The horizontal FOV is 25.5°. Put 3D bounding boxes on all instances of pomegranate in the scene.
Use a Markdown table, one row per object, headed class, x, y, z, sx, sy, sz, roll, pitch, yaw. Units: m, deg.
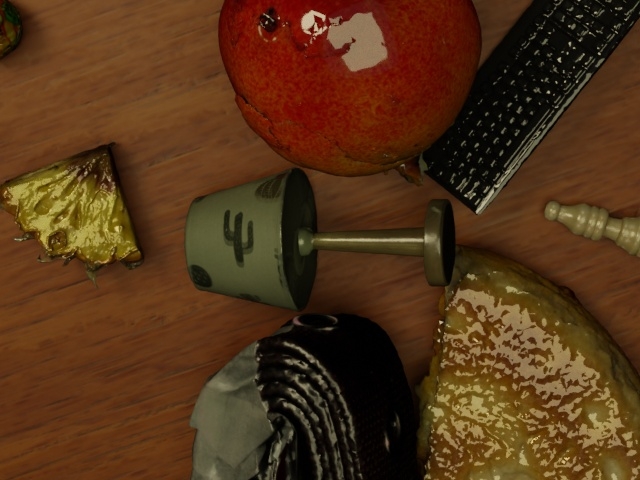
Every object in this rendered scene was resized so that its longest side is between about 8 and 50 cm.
| class | x | y | z | sx | sy | sz | roll | pitch | yaw |
| --- | --- | --- | --- | --- | --- | --- | --- | --- | --- |
| pomegranate | 0.029 | -0.146 | 1.107 | 0.210 | 0.210 | 0.235 | -37 | 130 | 7 |

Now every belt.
| class | x | y | z | sx | sy | sz | roll | pitch | yaw |
| --- | --- | --- | --- | --- | --- | --- | --- | --- | --- |
| belt | -0.010 | 0.203 | 1.197 | 0.184 | 0.164 | 0.289 | 9 | 103 | 25 |

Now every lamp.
| class | x | y | z | sx | sy | sz | roll | pitch | yaw |
| --- | --- | --- | --- | --- | --- | --- | --- | --- | --- |
| lamp | 0.000 | 0.000 | 1.169 | 0.214 | 0.121 | 0.121 | 0 | 101 | 15 |

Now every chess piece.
| class | x | y | z | sx | sy | sz | roll | pitch | yaw |
| --- | --- | --- | --- | --- | --- | --- | --- | --- | --- |
| chess piece | 0.237 | -0.014 | 1.212 | 0.092 | 0.035 | 0.035 | 17 | 100 | 1 |

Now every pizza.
| class | x | y | z | sx | sy | sz | roll | pitch | yaw |
| --- | --- | --- | --- | --- | --- | --- | --- | --- | --- |
| pizza | 0.171 | 0.164 | 1.219 | 0.226 | 0.086 | 0.336 | -32 | 97 | 11 |

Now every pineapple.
| class | x | y | z | sx | sy | sz | roll | pitch | yaw |
| --- | --- | --- | --- | --- | --- | --- | --- | --- | --- |
| pineapple | -0.202 | -0.032 | 1.204 | 0.137 | 0.069 | 0.116 | 29 | 94 | -13 |

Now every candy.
| class | x | y | z | sx | sy | sz | roll | pitch | yaw |
| --- | --- | --- | --- | --- | --- | --- | --- | --- | --- |
| candy | -0.340 | -0.152 | 1.190 | 0.201 | 0.060 | 0.060 | -22 | 100 | 13 |

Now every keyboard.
| class | x | y | z | sx | sy | sz | roll | pitch | yaw |
| --- | --- | --- | --- | --- | --- | --- | --- | --- | --- |
| keyboard | 0.180 | -0.142 | 1.181 | 0.087 | 0.017 | 0.250 | 42 | 100 | 22 |
